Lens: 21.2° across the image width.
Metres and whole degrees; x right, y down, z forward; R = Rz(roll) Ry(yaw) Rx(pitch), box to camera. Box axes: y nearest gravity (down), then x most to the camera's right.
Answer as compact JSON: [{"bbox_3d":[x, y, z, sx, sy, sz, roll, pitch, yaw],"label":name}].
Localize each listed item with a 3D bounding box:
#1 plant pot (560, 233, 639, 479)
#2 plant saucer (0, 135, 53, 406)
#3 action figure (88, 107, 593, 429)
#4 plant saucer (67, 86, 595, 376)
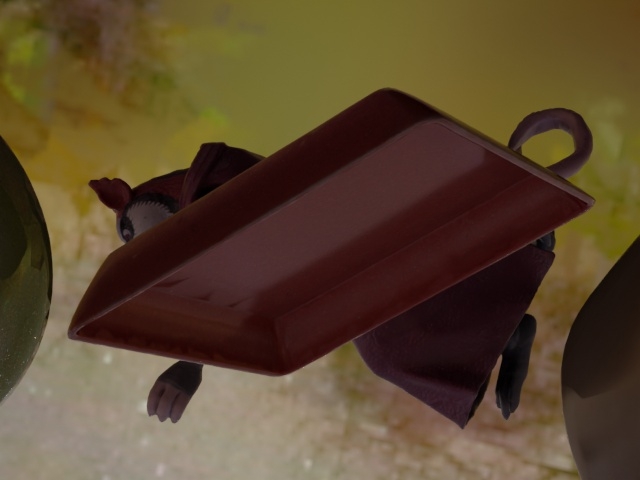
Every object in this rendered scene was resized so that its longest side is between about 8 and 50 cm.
[{"bbox_3d":[0.270,0.045,0.760,0.323,0.323,0.280,7,150,-36],"label":"plant pot"},{"bbox_3d":[-0.252,0.021,0.827,0.241,0.241,0.037,10,-157,-10],"label":"plant saucer"},{"bbox_3d":[0.000,0.000,1.330,0.370,0.275,0.248,19,-156,-3],"label":"action figure"},{"bbox_3d":[0.009,-0.003,1.046,0.258,0.047,0.259,-30,159,21],"label":"plant saucer"}]
